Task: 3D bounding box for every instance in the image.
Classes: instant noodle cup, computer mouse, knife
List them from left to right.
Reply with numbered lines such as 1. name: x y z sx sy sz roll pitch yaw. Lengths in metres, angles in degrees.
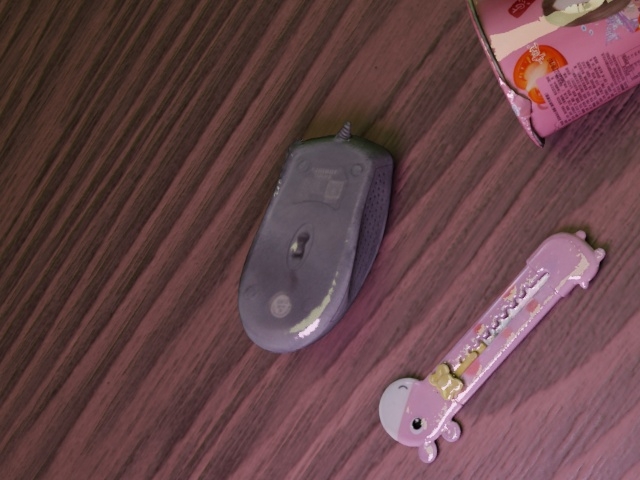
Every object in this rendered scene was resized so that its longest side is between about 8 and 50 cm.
1. computer mouse: 0.000 0.000 1.768 0.188 0.122 0.371 10 76 31
2. knife: 0.231 0.137 1.632 0.399 0.038 0.132 -49 60 11
3. instant noodle cup: 0.343 -0.279 1.566 0.231 0.243 0.243 -26 64 17
